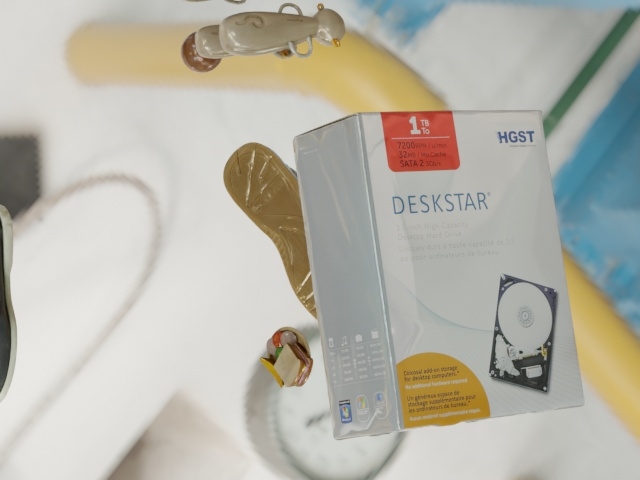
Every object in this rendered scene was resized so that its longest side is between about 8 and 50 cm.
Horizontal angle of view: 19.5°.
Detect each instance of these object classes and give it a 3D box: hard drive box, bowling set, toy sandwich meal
[{"bbox_3d":[0.089,0.024,1.402,0.089,0.181,0.232,-17,80,55],"label":"hard drive box"},{"bbox_3d":[-0.091,-0.300,2.310,0.200,0.154,0.287,116,142,-57],"label":"bowling set"},{"bbox_3d":[-0.044,0.151,2.378,0.085,0.085,0.029,22,-162,40],"label":"toy sandwich meal"}]

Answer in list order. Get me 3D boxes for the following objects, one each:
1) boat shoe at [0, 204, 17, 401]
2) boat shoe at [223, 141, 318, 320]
[{"bbox_3d":[-0.398,0.074,2.138,0.079,0.233,0.084,2,170,-42],"label":"boat shoe"},{"bbox_3d":[0.000,0.000,2.143,0.277,0.098,0.096,55,-162,20],"label":"boat shoe"}]
